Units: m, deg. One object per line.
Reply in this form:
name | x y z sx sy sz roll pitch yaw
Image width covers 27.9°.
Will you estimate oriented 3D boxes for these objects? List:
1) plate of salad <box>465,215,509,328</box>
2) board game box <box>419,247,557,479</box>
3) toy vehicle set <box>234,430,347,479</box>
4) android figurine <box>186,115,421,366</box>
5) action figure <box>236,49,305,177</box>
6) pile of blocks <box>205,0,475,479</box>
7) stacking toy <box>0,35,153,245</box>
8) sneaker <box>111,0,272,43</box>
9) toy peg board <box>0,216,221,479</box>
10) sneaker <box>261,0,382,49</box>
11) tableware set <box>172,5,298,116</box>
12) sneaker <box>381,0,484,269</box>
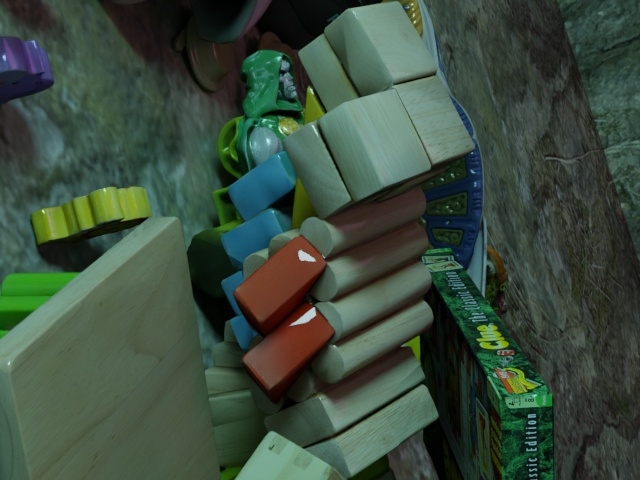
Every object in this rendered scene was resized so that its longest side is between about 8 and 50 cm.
plate of salad | 0.145 0.079 1.140 0.200 0.048 0.199 5 90 -87
board game box | 0.086 0.101 0.708 0.259 0.030 0.136 -108 -169 -76
toy vehicle set | -0.004 0.210 0.580 0.166 0.035 0.267 -55 143 -13
android figurine | 0.005 0.029 0.871 0.273 0.056 0.248 -27 102 -63
action figure | 0.000 0.000 0.755 0.137 0.064 0.232 -50 123 -64
pile of blocks | -0.021 0.063 0.650 0.113 0.149 0.362 -22 120 -52
stacking toy | -0.160 -0.079 0.565 0.221 0.052 0.167 -7 81 -68
sneaker | -0.113 -0.207 0.718 0.319 0.112 0.131 18 86 -53
toy peg board | -0.113 0.090 0.550 0.161 0.079 0.160 -50 137 -64
sneaker | -0.030 -0.283 0.977 0.267 0.106 0.101 65 23 -17
tableware set | -0.051 -0.130 0.918 0.141 0.020 0.168 -76 149 -44
sneaker | 0.084 -0.108 1.128 0.131 0.112 0.296 3 74 -74
